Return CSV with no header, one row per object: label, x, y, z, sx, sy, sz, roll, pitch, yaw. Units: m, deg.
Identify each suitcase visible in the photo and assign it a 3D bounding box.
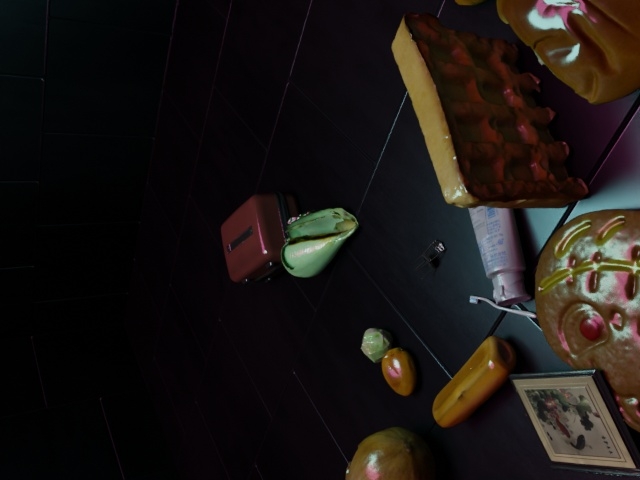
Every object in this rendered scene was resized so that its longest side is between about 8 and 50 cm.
suitcase,-0.182,-0.006,1.806,0.297,0.161,0.237,-34,64,53

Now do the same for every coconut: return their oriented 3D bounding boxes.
coconut,0.141,0.255,1.434,0.083,0.081,0.082,59,175,12

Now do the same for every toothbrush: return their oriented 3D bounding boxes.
toothbrush,0.359,0.130,1.152,0.162,0.014,0.017,10,87,55

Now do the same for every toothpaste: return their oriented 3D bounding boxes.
toothpaste,0.339,-0.027,1.128,0.114,0.073,0.300,-34,58,53

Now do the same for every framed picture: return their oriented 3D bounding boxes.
framed picture,0.435,0.315,1.003,0.199,0.010,0.195,-26,90,57

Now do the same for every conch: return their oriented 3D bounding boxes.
conch,-0.018,-0.007,1.583,0.144,0.137,0.251,62,139,32

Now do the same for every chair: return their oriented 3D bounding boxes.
chair,0.244,0.042,1.299,0.086,0.042,0.037,-44,51,5

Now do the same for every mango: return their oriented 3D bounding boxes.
mango,0.190,0.312,1.379,0.080,0.060,0.115,-15,78,39

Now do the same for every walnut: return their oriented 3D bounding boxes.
walnut,0.161,0.558,1.336,0.203,0.202,0.298,47,147,43

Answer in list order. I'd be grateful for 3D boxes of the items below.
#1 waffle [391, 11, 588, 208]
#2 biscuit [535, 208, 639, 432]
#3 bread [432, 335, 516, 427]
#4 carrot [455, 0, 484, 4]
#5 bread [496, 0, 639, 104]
waffle,0.279,-0.209,0.982,0.077,0.303,0.349,-40,59,50
biscuit,0.503,0.128,0.889,0.394,0.070,0.351,6,98,55
bread,0.311,0.294,1.181,0.093,0.073,0.239,-77,11,-50
carrot,0.367,-0.491,1.032,0.314,0.066,0.066,1,94,55
bread,0.413,-0.358,0.833,0.279,0.224,0.250,50,129,16
